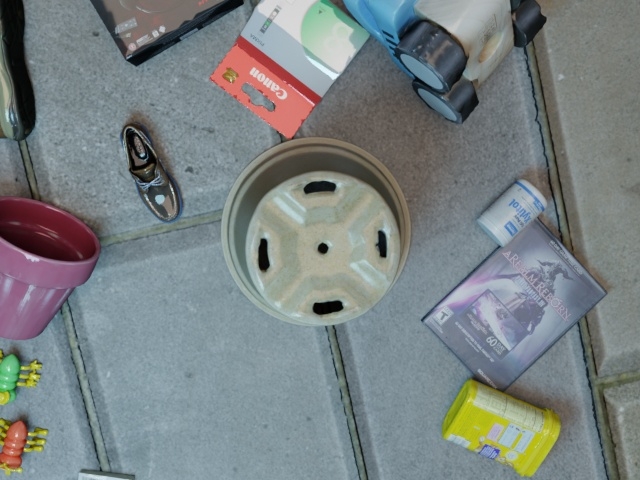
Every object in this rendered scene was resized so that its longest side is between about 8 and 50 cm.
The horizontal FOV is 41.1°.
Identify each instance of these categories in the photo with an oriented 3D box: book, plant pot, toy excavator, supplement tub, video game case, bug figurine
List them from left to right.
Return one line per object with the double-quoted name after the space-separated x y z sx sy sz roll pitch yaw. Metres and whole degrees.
-0.608 0.284 1.459 0.279 0.072 0.216 13 94 -3 "bug figurine"
-0.484 0.054 1.394 0.201 0.201 0.180 26 109 -5 "plant pot"
-0.387 0.484 1.508 0.096 0.035 0.144 8 94 0 "book"
0.000 0.000 1.344 0.334 0.305 0.333 0 95 -3 "plant pot"
0.091 -0.431 1.297 0.445 0.433 0.222 39 90 20 "toy excavator"
0.331 -0.048 1.472 0.107 0.071 0.071 -44 96 1 "supplement tub"
0.343 0.118 1.511 0.274 0.026 0.196 -44 96 3 "video game case"

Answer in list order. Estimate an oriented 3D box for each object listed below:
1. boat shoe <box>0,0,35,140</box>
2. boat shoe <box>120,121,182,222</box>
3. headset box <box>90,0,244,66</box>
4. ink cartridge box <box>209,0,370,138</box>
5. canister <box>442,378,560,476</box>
-0.551 -0.321 1.384 0.120 0.122 0.323 -5 95 1 "boat shoe"
-0.293 -0.112 1.439 0.066 0.066 0.183 -27 96 0 "boat shoe"
-0.292 -0.467 1.385 0.218 0.110 0.293 -29 96 1 "headset box"
-0.054 -0.313 1.440 0.181 0.056 0.224 37 91 -5 "ink cartridge box"
0.313 0.326 1.494 0.170 0.073 0.126 24 114 -3 "canister"
